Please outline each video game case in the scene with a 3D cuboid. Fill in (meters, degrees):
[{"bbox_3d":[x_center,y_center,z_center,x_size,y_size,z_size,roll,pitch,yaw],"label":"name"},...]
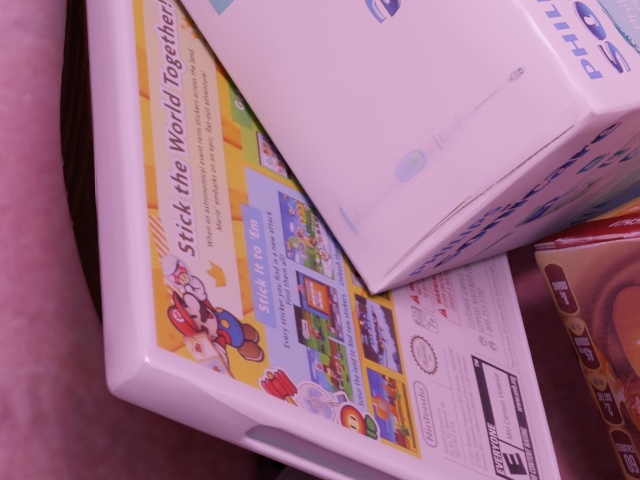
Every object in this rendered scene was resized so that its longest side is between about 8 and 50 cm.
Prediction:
[{"bbox_3d":[0.000,0.000,0.747,0.206,0.026,0.227,26,38,-33],"label":"video game case"}]

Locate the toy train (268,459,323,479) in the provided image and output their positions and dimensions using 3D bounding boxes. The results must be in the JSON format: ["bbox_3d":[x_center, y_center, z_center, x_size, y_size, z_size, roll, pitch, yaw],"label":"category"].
[{"bbox_3d":[-0.008,0.212,0.746,0.190,0.142,0.334,34,64,12],"label":"toy train"}]

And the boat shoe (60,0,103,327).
[{"bbox_3d":[-0.059,-0.111,0.869,0.110,0.121,0.341,1,67,-12],"label":"boat shoe"}]

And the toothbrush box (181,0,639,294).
[{"bbox_3d":[0.081,-0.118,0.828,0.216,0.126,0.295,56,32,11],"label":"toothbrush box"}]

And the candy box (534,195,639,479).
[{"bbox_3d":[0.214,0.126,0.753,0.087,0.183,0.316,-24,94,-20],"label":"candy box"}]
